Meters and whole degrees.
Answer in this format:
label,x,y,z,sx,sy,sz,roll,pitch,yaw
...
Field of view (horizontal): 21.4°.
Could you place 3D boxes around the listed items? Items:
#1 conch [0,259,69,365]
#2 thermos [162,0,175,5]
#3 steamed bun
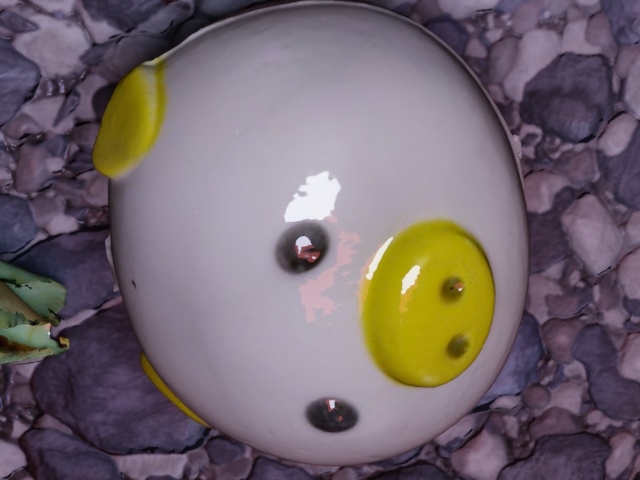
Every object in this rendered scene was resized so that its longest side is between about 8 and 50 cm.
label,x,y,z,sx,sy,sz,roll,pitch,yaw
conch,-0.318,0.049,1.384,0.251,0.137,0.143,10,119,-15
thermos,-0.025,-0.259,1.266,0.232,0.099,0.124,-20,160,2
steamed bun,-0.001,-0.003,1.303,0.334,0.334,0.374,-12,118,-2
